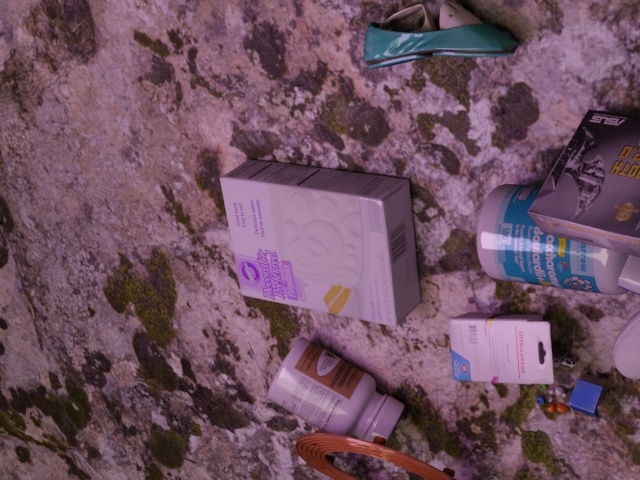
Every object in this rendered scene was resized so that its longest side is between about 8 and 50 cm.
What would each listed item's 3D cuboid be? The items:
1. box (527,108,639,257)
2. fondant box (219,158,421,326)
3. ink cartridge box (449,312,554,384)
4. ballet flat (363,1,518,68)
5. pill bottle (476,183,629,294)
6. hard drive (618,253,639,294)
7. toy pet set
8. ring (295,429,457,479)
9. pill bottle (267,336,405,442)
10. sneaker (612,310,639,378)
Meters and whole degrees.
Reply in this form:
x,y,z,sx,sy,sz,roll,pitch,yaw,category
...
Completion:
x,y,z,sx,sy,sz,roll,pitch,yaw,category
0.415,-0.074,1.456,0.231,0.183,0.056,19,159,47,box
0.000,0.000,1.898,0.330,0.096,0.238,10,121,33,fondant box
0.302,0.173,1.781,0.181,0.061,0.104,-2,95,37,ink cartridge box
0.167,-0.303,1.610,0.247,0.083,0.087,1,102,34,ballet flat
0.370,-0.001,1.590,0.264,0.146,0.146,7,119,33,pill bottle
0.575,0.028,1.418,0.318,0.210,0.040,24,162,20,hard drive
0.395,0.247,1.774,0.114,0.065,0.122,18,125,27,toy pet set
0.116,0.416,2.005,0.336,0.032,0.337,18,155,8,ring
0.031,0.286,2.012,0.229,0.131,0.131,29,130,6,pill bottle
0.511,0.154,1.565,0.108,0.169,0.292,51,135,-2,sneaker
